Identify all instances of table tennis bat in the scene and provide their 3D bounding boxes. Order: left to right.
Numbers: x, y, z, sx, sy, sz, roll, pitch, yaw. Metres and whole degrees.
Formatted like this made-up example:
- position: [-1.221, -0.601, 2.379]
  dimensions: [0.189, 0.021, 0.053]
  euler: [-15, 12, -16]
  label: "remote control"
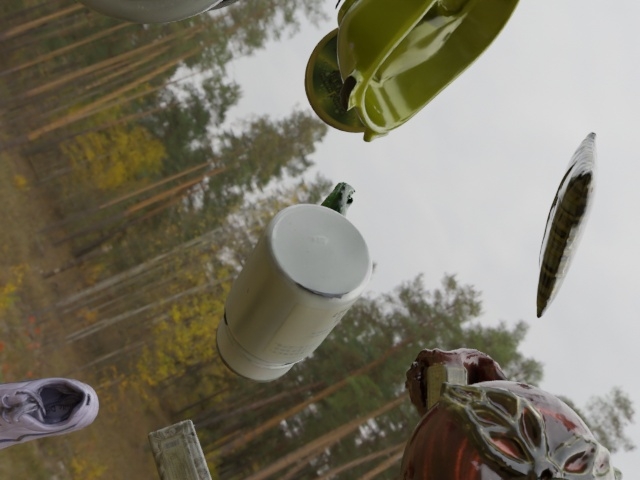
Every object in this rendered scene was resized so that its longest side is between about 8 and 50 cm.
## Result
- position: [0.124, -0.318, 1.346]
  dimensions: [0.198, 0.321, 0.050]
  euler: [63, 2, -21]
  label: "table tennis bat"

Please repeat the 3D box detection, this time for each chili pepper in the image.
- position: [0.002, 0.002, 1.272]
  dimensions: [0.062, 0.216, 0.108]
  euler: [30, 0, 42]
  label: "chili pepper"

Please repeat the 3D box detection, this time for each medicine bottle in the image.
- position: [-0.045, 0.079, 0.973]
  dimensions: [0.143, 0.143, 0.258]
  euler: [60, -38, 22]
  label: "medicine bottle"

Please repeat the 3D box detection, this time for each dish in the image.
- position: [0.100, -0.245, 0.817]
  dimensions: [0.108, 0.262, 0.221]
  euler: [47, 6, 19]
  label: "dish"

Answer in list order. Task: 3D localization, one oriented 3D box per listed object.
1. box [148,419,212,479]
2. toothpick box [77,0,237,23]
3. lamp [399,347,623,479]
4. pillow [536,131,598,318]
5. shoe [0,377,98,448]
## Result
- position: [-0.177, 0.283, 0.950]
  dimensions: [0.045, 0.062, 0.098]
  euler: [97, -27, -61]
  label: "box"
- position: [-0.140, -0.330, 0.706]
  dimensions: [0.316, 0.229, 0.229]
  euler: [-83, 154, -70]
  label: "toothpick box"
- position: [0.122, 0.172, 0.577]
  dimensions: [0.223, 0.151, 0.215]
  euler: [-25, -130, 52]
  label: "lamp"
- position: [0.338, -0.027, 1.030]
  dimensions: [0.052, 0.208, 0.212]
  euler: [19, -64, 14]
  label: "pillow"
- position: [-0.428, 0.235, 1.028]
  dimensions: [0.137, 0.245, 0.095]
  euler: [135, -52, -61]
  label: "shoe"
